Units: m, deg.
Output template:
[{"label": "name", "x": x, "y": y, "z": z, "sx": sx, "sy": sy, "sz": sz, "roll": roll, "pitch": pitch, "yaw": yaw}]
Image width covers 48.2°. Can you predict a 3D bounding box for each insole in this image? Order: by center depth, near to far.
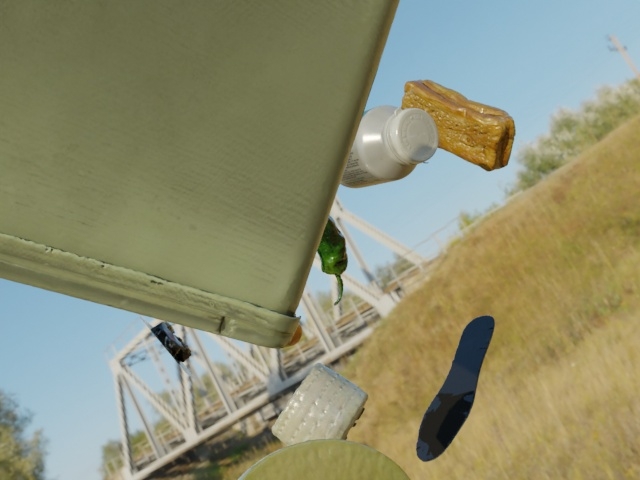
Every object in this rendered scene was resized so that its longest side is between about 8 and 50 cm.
[{"label": "insole", "x": 0.277, "y": 0.290, "z": 1.441, "sx": 0.119, "sy": 0.009, "sz": 0.348, "roll": -19, "pitch": 33, "yaw": 50}]

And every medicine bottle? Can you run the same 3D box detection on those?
[{"label": "medicine bottle", "x": 0.107, "y": -0.169, "z": 1.275, "sx": 0.135, "sy": 0.135, "sz": 0.215, "roll": -21, "pitch": 7, "yaw": -30}]

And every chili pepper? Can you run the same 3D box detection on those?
[{"label": "chili pepper", "x": 0.000, "y": 0.000, "z": 1.347, "sx": 0.065, "sy": 0.122, "sz": 0.279, "roll": -1, "pitch": -38, "yaw": 34}]

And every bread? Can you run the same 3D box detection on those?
[{"label": "bread", "x": 0.278, "y": -0.237, "z": 1.486, "sx": 0.077, "sy": 0.271, "sz": 0.139, "roll": -23, "pitch": -50, "yaw": -35}]

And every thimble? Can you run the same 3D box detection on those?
[{"label": "thimble", "x": 0.002, "y": 0.232, "z": 0.952, "sx": 0.115, "sy": 0.090, "sz": 0.102, "roll": -60, "pitch": -10, "yaw": 9}]

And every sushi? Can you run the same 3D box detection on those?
[{"label": "sushi", "x": -0.367, "y": 0.256, "z": 1.797, "sx": 0.043, "sy": 0.192, "sz": 0.279, "roll": -40, "pitch": -8, "yaw": -12}]

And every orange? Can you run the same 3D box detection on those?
[{"label": "orange", "x": -0.089, "y": 0.245, "z": 1.915, "sx": 0.084, "sy": 0.083, "sz": 0.083, "roll": -27, "pitch": -12, "yaw": -6}]

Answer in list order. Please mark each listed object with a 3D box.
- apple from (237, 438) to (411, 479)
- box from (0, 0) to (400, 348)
[{"label": "apple", "x": 0.025, "y": 0.349, "z": 0.736, "sx": 0.254, "sy": 0.291, "sz": 0.292, "roll": 8, "pitch": -31, "yaw": -32}, {"label": "box", "x": -0.141, "y": -0.120, "z": 0.615, "sx": 0.352, "sy": 0.343, "sz": 0.177, "roll": 20, "pitch": 4, "yaw": -24}]
